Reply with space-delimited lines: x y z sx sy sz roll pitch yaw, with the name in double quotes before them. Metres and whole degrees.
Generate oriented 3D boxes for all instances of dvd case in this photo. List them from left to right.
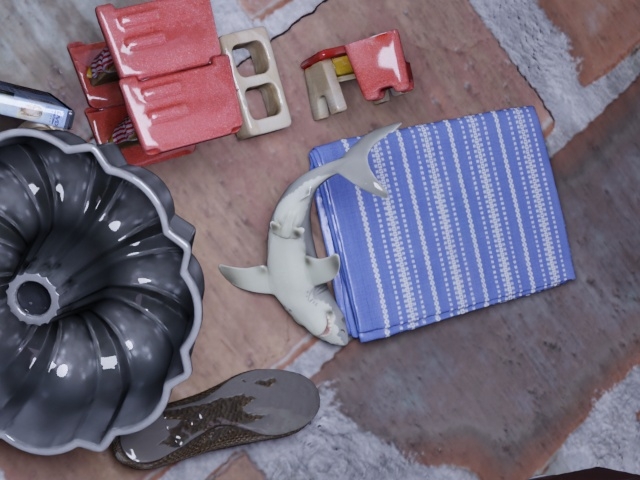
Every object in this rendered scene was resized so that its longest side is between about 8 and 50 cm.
"dvd case" -0.379 -0.157 1.160 0.253 0.180 0.022 12 98 -22

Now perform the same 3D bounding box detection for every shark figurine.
"shark figurine" -0.011 -0.024 1.339 0.166 0.278 0.116 19 36 7

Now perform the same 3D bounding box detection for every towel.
"towel" 0.154 -0.026 1.465 0.336 0.040 0.243 -13 90 -25

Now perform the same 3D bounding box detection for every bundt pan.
"bundt pan" -0.261 0.039 1.166 0.331 0.124 0.331 3 107 9

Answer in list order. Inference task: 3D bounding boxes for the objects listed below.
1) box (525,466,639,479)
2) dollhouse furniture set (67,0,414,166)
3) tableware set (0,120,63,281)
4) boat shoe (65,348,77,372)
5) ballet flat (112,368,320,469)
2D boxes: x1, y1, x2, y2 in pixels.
"box" 0.360 0.358 1.336 0.191 0.381 0.143 -5 91 -23
"dollhouse furniture set" -0.066 -0.197 1.285 0.374 0.201 0.152 -17 94 -23
"tableware set" -0.321 -0.048 1.263 0.168 0.020 0.141 -31 99 -22
"boat shoe" -0.249 0.082 1.272 0.050 0.045 0.135 13 82 -22
"ballet flat" -0.116 0.204 1.323 0.250 0.058 0.084 -14 71 -29
